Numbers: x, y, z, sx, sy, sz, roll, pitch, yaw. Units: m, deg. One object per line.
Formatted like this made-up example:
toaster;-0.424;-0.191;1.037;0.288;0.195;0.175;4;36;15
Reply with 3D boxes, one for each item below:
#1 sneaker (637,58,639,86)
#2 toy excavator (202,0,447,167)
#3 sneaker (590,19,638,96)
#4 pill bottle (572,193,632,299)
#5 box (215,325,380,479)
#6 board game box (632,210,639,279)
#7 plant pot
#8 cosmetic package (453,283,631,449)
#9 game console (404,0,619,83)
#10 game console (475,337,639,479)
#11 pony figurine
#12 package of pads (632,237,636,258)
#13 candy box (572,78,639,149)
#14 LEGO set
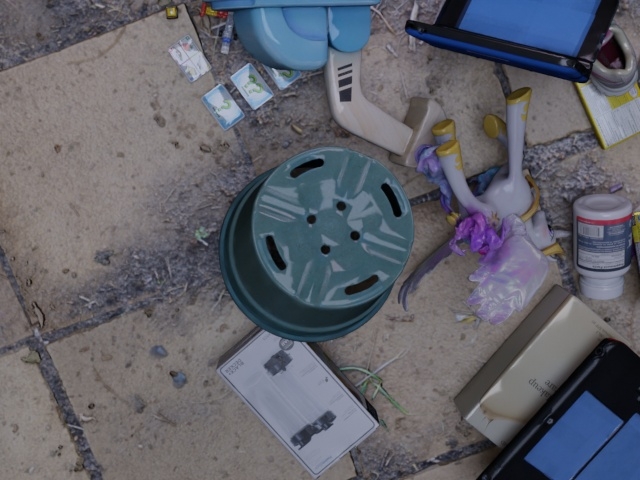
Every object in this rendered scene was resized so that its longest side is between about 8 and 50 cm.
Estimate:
sneaker;0.639;-0.283;1.738;0.061;0.054;0.152;-19;91;-28
toy excavator;0.011;-0.343;1.625;0.433;0.222;0.445;-5;104;-19
sneaker;0.478;-0.370;1.660;0.252;0.111;0.103;42;91;3
pill bottle;0.526;0.013;1.739;0.108;0.108;0.180;-7;113;-1
box;-0.042;0.290;1.779;0.169;0.087;0.290;-42;97;4
board game box;0.685;0.030;1.717;0.194;0.060;0.194;-9;85;17
plant pot;0.000;0.000;1.571;0.341;0.334;0.341;1;83;-7
cosmetic package;0.419;0.254;1.776;0.160;0.113;0.309;38;95;-8
game console;0.326;-0.383;1.564;0.293;0.250;0.173;18;100;21
game console;0.513;0.401;1.760;0.342;0.060;0.386;37;96;-34
pony figurine;0.296;-0.038;1.652;0.351;0.303;0.363;-36;117;-23
package of pads;0.619;-0.006;1.783;0.083;0.032;0.050;-32;95;3
candy box;0.536;-0.284;1.741;0.105;0.027;0.206;-25;98;5
LEGO set;-0.173;-0.350;1.696;0.182;0.060;0.244;-36;97;0
